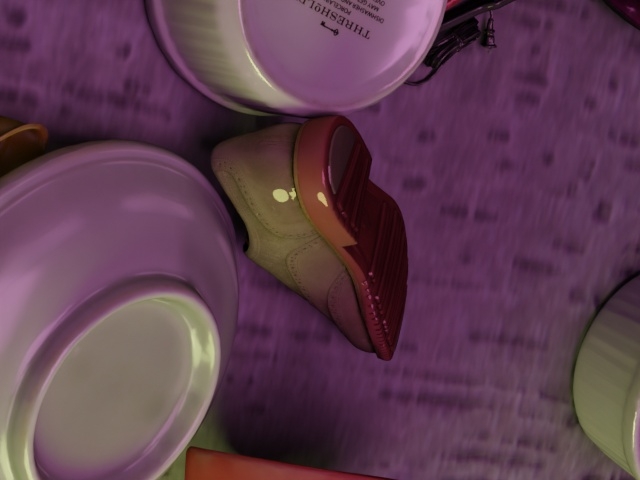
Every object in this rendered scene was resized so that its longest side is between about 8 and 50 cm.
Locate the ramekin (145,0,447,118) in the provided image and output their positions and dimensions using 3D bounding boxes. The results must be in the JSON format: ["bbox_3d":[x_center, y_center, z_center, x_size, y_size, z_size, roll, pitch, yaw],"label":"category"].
[{"bbox_3d":[-0.007,-0.231,1.250,0.272,0.127,0.273,-11,113,-28],"label":"ramekin"}]

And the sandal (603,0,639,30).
[{"bbox_3d":[0.359,-0.246,1.441,0.107,0.167,0.446,-43,125,-16],"label":"sandal"}]

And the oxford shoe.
[{"bbox_3d":[0.000,0.000,1.348,0.348,0.130,0.123,66,31,-50],"label":"oxford shoe"}]

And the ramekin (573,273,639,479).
[{"bbox_3d":[0.427,0.161,1.654,0.277,0.135,0.277,-11,113,-27],"label":"ramekin"}]

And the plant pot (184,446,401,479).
[{"bbox_3d":[-0.012,0.332,1.328,0.275,0.275,0.243,14,80,-34],"label":"plant pot"}]

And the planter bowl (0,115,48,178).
[{"bbox_3d":[-0.322,-0.037,1.124,0.090,0.217,0.217,41,83,3],"label":"planter bowl"}]

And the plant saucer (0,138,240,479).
[{"bbox_3d":[-0.193,0.116,1.209,0.400,0.100,0.401,-31,135,-36],"label":"plant saucer"}]

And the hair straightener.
[{"bbox_3d":[0.154,-0.215,1.402,0.230,0.047,0.089,-37,122,-15],"label":"hair straightener"}]
